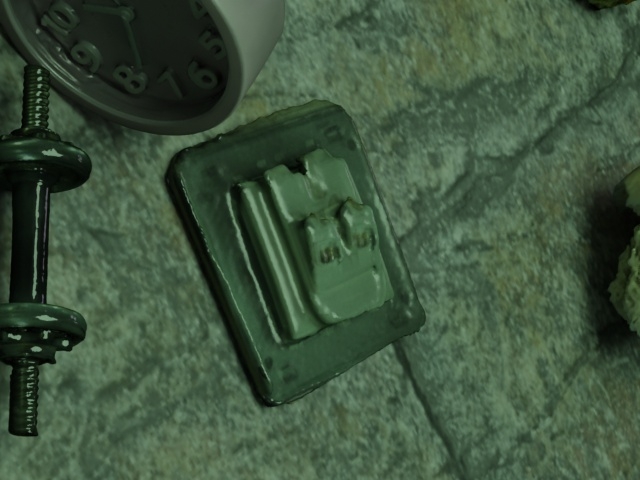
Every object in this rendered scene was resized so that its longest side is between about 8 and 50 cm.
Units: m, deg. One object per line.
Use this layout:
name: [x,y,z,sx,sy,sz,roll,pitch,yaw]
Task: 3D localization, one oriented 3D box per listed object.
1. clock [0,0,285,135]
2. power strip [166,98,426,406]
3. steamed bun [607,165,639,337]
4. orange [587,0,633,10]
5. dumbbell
clock: [-0.126,-0.164,1.186,0.197,0.197,0.068,47,52,-23]
power strip: [0.000,0.000,1.352,0.198,0.064,0.213,-28,99,-42]
steamed bun: [0.365,0.007,1.652,0.225,0.170,0.200,13,101,-58]
orange: [0.289,-0.313,1.693,0.170,0.112,0.160,36,56,-17]
dumbbell: [-0.193,0.004,1.157,0.081,0.081,0.254,15,67,-40]
